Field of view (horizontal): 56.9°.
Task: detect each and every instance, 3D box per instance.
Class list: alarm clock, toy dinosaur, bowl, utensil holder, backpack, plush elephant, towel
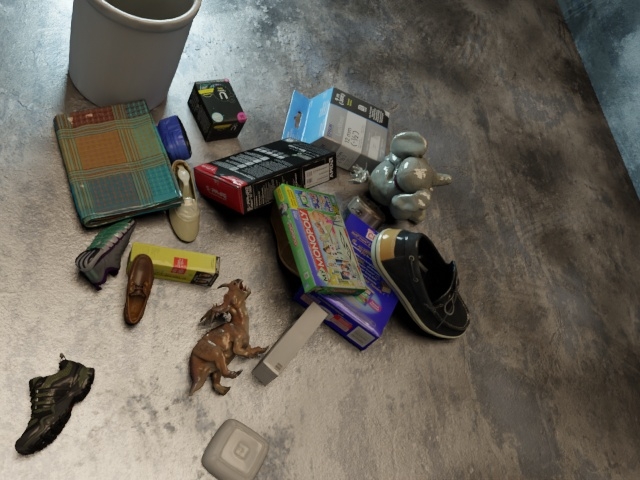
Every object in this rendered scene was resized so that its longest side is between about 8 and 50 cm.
[{"bbox_3d":[0.145,-0.093,1.909,0.129,0.064,0.192,46,22,16],"label":"alarm clock"},{"bbox_3d":[-0.260,0.260,1.507,0.200,0.127,0.296,40,64,8],"label":"toy dinosaur"},{"bbox_3d":[-0.199,0.514,1.429,0.142,0.053,0.142,36,54,-4],"label":"bowl"},{"bbox_3d":[-0.545,-0.600,1.683,0.327,0.385,0.328,13,58,-22],"label":"utensil holder"},{"bbox_3d":[-0.436,-0.287,1.745,0.101,0.098,0.120,-24,74,-6],"label":"backpack"},{"bbox_3d":[0.291,-0.199,1.895,0.329,0.255,0.272,2,91,-38],"label":"plush elephant"},{"bbox_3d":[-0.561,-0.224,1.626,0.271,0.040,0.370,-16,67,-20],"label":"towel"}]

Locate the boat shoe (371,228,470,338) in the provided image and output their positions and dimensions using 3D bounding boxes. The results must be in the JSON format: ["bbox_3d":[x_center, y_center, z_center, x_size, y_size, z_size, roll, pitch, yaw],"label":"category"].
[{"bbox_3d":[0.336,0.139,1.749,0.500,0.155,0.187,47,49,-35],"label":"boat shoe"}]

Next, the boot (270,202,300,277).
[{"bbox_3d":[-0.077,-0.017,1.701,0.112,0.115,0.305,-18,50,-15],"label":"boot"}]

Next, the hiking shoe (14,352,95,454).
[{"bbox_3d":[-0.603,0.358,1.299,0.114,0.086,0.227,26,47,5],"label":"hiking shoe"}]

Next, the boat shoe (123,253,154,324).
[{"bbox_3d":[-0.449,0.122,1.468,0.064,0.060,0.178,11,90,-21],"label":"boat shoe"}]

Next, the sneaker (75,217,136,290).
[{"bbox_3d":[-0.542,0.031,1.532,0.224,0.083,0.098,-61,138,-50],"label":"sneaker"}]

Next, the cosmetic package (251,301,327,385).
[{"bbox_3d":[-0.083,0.277,1.600,0.060,0.099,0.239,41,51,2],"label":"cosmetic package"}]

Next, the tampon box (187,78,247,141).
[{"bbox_3d":[-0.328,-0.412,1.867,0.120,0.101,0.161,-17,72,-33],"label":"tampon box"}]

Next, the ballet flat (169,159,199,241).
[{"bbox_3d":[-0.388,-0.121,1.679,0.086,0.086,0.249,-1,63,-28],"label":"ballet flat"}]

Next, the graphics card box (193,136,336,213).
[{"bbox_3d":[-0.158,-0.204,1.768,0.370,0.094,0.232,-27,36,-36],"label":"graphics card box"}]

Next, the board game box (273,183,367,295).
[{"bbox_3d":[0.000,0.000,1.650,0.213,0.046,0.318,9,54,-46],"label":"board game box"}]

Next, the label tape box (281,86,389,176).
[{"bbox_3d":[0.061,-0.396,2.058,0.347,0.115,0.249,22,54,-17],"label":"label tape box"}]

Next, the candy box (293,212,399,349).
[{"bbox_3d":[0.111,0.118,1.779,0.268,0.122,0.317,37,53,-2],"label":"candy box"}]

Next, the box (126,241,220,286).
[{"bbox_3d":[-0.389,0.065,1.568,0.232,0.087,0.058,12,58,-23],"label":"box"}]
